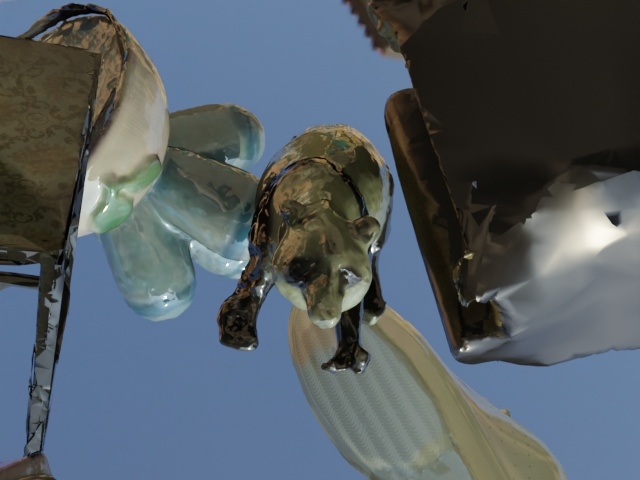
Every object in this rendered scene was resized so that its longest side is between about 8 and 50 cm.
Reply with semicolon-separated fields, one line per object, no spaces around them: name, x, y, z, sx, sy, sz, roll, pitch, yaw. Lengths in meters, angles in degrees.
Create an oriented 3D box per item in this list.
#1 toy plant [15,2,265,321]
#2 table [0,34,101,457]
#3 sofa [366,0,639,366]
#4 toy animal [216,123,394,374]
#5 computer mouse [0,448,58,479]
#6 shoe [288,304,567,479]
toy plant;-0.168;-0.052;1.148;0.332;0.247;0.247;36;-152;-42
table;-0.346;0.009;0.810;0.335;0.272;0.222;8;-139;-10
sofa;0.170;-0.058;0.657;0.258;0.182;0.200;-20;-114;10
toy animal;0.000;0.000;0.682;0.093;0.121;0.225;13;-162;4
computer mouse;-0.202;0.142;0.395;0.158;0.310;0.072;-15;-92;16
shoe;0.121;0.175;0.993;0.160;0.132;0.363;-13;-117;-50
